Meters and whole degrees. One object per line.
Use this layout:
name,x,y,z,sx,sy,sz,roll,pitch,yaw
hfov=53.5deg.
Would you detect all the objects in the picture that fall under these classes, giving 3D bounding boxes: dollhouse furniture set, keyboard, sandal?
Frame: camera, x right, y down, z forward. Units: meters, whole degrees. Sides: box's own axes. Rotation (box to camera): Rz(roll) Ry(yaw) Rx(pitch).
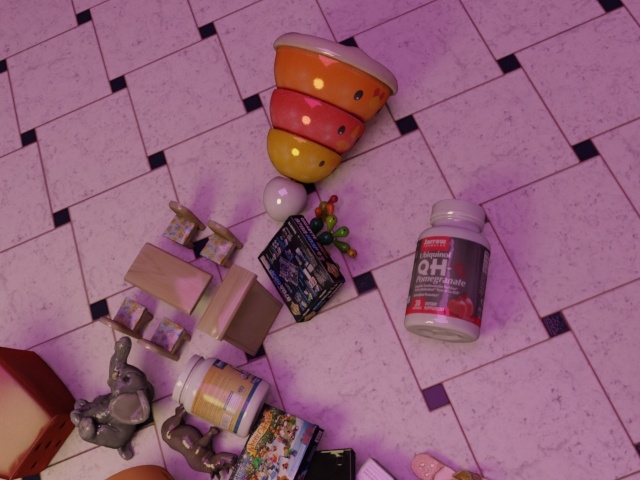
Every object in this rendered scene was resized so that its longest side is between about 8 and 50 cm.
dollhouse furniture set,-0.328,0.118,1.594,0.394,0.256,0.362,24,76,19
keyboard,-0.066,0.519,1.474,0.317,0.033,0.201,-12,57,22
sandal,0.309,0.543,1.393,0.240,0.079,0.088,23,76,19

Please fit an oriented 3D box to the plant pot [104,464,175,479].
plant pot,-0.403,0.647,1.420,0.291,0.291,0.203,-35,49,-2

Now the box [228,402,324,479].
box,-0.110,0.511,1.454,0.159,0.044,0.233,13,70,34

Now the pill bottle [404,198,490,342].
pill bottle,0.310,0.071,1.517,0.177,0.176,0.318,7,72,15

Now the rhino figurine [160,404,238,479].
rhino figurine,-0.290,0.498,1.543,0.243,0.073,0.106,34,74,23

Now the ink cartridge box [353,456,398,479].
ink cartridge box,0.105,0.611,1.409,0.148,0.086,0.203,37,81,22

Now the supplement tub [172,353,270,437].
supplement tub,-0.237,0.369,1.524,0.200,0.144,0.144,23,76,6

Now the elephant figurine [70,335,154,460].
elephant figurine,-0.483,0.390,1.570,0.239,0.186,0.169,-44,52,4

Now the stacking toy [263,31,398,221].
stacking toy,-0.027,-0.275,1.701,0.351,0.351,0.479,22,95,19

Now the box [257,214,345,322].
box,-0.053,0.071,1.612,0.175,0.051,0.220,-51,61,34

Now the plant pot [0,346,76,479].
plant pot,-0.764,0.443,1.579,0.236,0.267,0.267,32,79,9

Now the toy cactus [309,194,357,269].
toy cactus,0.000,0.000,1.667,0.181,0.112,0.218,-22,68,24
